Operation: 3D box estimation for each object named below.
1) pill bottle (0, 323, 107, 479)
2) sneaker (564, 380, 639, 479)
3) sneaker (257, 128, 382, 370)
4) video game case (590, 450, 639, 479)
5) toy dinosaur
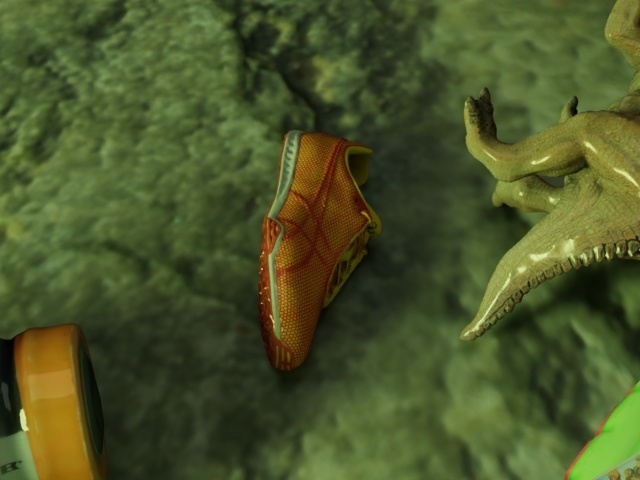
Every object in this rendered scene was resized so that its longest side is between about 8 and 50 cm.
[{"bbox_3d":[-0.231,0.103,0.746,0.246,0.130,0.130,-10,46,-3],"label":"pill bottle"},{"bbox_3d":[0.276,0.059,0.678,0.202,0.185,0.483,35,82,20],"label":"sneaker"},{"bbox_3d":[0.000,0.000,0.870,0.067,0.064,0.175,9,50,2],"label":"sneaker"},{"bbox_3d":[0.166,0.105,0.581,0.122,0.011,0.087,-31,65,1],"label":"video game case"},{"bbox_3d":[0.205,-0.044,0.847,0.200,0.127,0.296,31,59,27],"label":"toy dinosaur"}]
